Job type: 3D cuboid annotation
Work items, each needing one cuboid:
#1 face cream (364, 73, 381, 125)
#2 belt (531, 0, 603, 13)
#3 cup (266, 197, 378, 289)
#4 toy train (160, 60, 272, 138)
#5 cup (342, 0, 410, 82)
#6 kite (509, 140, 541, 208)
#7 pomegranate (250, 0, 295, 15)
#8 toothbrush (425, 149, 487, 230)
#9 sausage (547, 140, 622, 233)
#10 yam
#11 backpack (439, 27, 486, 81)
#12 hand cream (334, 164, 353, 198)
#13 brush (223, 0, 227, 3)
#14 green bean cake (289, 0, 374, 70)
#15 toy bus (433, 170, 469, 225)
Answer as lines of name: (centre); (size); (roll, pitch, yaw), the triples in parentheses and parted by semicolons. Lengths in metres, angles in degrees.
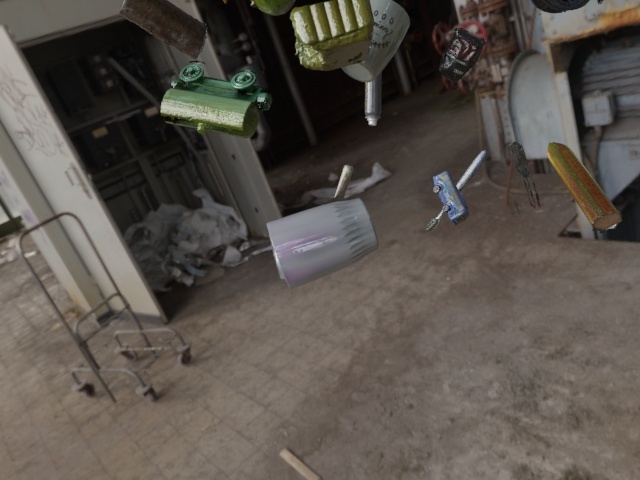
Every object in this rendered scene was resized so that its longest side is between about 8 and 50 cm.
face cream: (0.234, -0.656, 2.255); (0.073, 0.284, 0.073); (-1, 11, 0)
belt: (0.445, -0.517, 0.935); (0.122, 0.129, 0.218); (-1, 2, 35)
cup: (0.000, 0.000, 1.812); (0.371, 0.253, 0.253); (-21, 20, -1)
toy train: (-0.287, -0.374, 1.360); (0.307, 0.126, 0.190); (14, 52, 16)
cup: (0.138, -0.690, 1.727); (0.234, 0.258, 0.186); (-63, 2, -7)
kite: (0.705, -0.225, 1.747); (0.015, 0.245, 0.141); (-21, -5, 43)
pomegranate: (-0.165, -0.975, 1.918); (0.263, 0.211, 0.211); (-42, 22, -2)
toothbrush: (0.554, -0.197, 2.085); (0.042, 0.413, 0.035); (-7, 46, -48)
sausage: (0.733, -0.173, 1.456); (0.082, 0.082, 0.372); (-17, 44, 11)
yam: (-0.503, -0.714, 1.655); (0.131, 0.279, 0.131); (-29, 49, 40)
backpack: (0.481, -0.633, 1.754); (0.120, 0.165, 0.106); (28, 32, 9)
hand cream: (0.096, -0.236, 2.063); (0.039, 0.143, 0.061); (29, 18, 35)
brush: (-0.337, -0.886, 1.613); (0.013, 0.272, 0.103); (-3, 52, 8)
green bean cake: (0.035, -0.578, 1.442); (0.232, 0.124, 0.236); (-13, 0, 2)
toy bus: (0.355, -0.117, 1.392); (0.061, 0.051, 0.153); (-32, 54, 22)
